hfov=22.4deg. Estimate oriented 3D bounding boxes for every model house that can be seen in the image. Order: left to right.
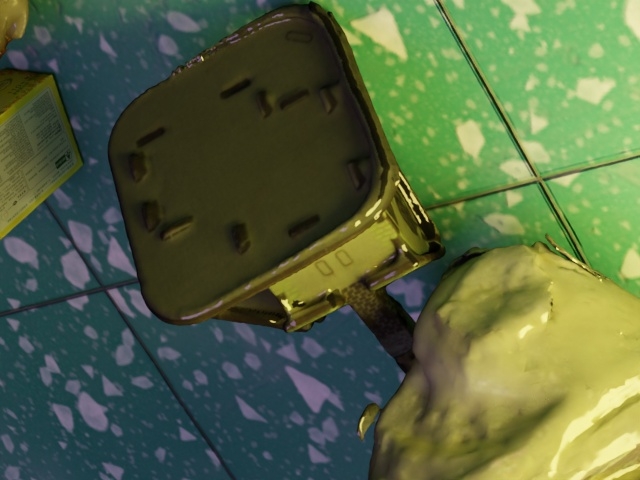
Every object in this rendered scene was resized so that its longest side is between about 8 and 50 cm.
[{"bbox_3d":[0.000,0.000,1.228,0.205,0.218,0.279,-28,142,13],"label":"model house"}]

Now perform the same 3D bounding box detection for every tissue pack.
[{"bbox_3d":[-0.284,-0.058,1.342,0.062,0.176,0.095,9,131,32],"label":"tissue pack"}]

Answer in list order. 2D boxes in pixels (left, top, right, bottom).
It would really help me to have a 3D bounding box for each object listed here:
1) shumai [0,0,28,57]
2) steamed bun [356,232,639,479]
[{"bbox_3d":[-0.315,-0.231,1.267,0.184,0.218,0.185,3,164,29],"label":"shumai"},{"bbox_3d":[0.184,0.194,1.092,0.237,0.346,0.394,0,102,46],"label":"steamed bun"}]
